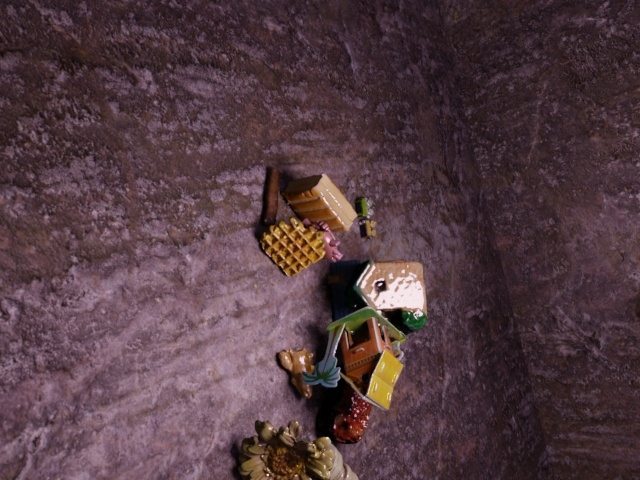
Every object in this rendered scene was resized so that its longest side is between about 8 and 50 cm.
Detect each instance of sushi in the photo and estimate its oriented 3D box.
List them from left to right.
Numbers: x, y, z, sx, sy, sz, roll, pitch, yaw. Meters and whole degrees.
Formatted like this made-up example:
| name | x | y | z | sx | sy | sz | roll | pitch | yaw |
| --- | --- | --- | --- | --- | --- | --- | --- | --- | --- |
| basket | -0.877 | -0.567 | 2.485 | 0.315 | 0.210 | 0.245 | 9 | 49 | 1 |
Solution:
| name | x | y | z | sx | sy | sz | roll | pitch | yaw |
| --- | --- | --- | --- | --- | --- | --- | --- | --- | --- |
| sushi | 0.127 | 0.636 | 1.952 | 0.196 | 0.182 | 0.343 | 44 | 54 | -31 |

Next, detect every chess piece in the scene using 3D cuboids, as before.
| name | x | y | z | sx | sy | sz | roll | pitch | yaw |
| --- | --- | --- | --- | --- | --- | --- | --- | --- | --- |
| chess piece | 0.060 | 0.883 | 1.868 | 0.243 | 0.133 | 0.133 | 55 | 46 | -30 |

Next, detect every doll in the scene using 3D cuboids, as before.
| name | x | y | z | sx | sy | sz | roll | pitch | yaw |
| --- | --- | --- | --- | --- | --- | --- | --- | --- | --- |
| doll | 0.000 | 0.000 | 1.971 | 0.211 | 0.262 | 0.093 | 39 | 65 | 19 |

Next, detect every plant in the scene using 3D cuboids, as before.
| name | x | y | z | sx | sy | sz | roll | pitch | yaw |
| --- | --- | --- | --- | --- | --- | --- | --- | --- | --- |
| plant | -0.122 | 0.737 | 1.639 | 0.306 | 0.297 | 0.261 | 16 | 67 | -1 |

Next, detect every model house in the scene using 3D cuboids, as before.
| name | x | y | z | sx | sy | sz | roll | pitch | yaw |
| --- | --- | --- | --- | --- | --- | --- | --- | --- | --- |
| model house | 0.142 | 0.487 | 1.815 | 0.300 | 0.340 | 0.323 | 44 | 26 | -38 |
| model house | 0.213 | 0.233 | 2.034 | 0.343 | 0.382 | 0.334 | -1 | 78 | -9 |

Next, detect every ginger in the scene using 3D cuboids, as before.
| name | x | y | z | sx | sy | sz | roll | pitch | yaw |
| --- | --- | --- | --- | --- | --- | --- | --- | --- | --- |
| ginger | -0.072 | 0.486 | 1.858 | 0.115 | 0.081 | 0.205 | -36 | 101 | -51 |

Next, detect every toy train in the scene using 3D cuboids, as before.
| name | x | y | z | sx | sy | sz | roll | pitch | yaw |
| --- | --- | --- | --- | --- | --- | --- | --- | --- | --- |
| toy train | 0.213 | -0.104 | 2.338 | 0.081 | 0.060 | 0.202 | -1 | 80 | -39 |

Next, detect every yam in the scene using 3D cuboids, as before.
| name | x | y | z | sx | sy | sz | roll | pitch | yaw |
| --- | --- | --- | --- | --- | --- | --- | --- | --- | --- |
| yam | -0.189 | -0.170 | 1.938 | 0.057 | 0.057 | 0.241 | 22 | 65 | -41 |

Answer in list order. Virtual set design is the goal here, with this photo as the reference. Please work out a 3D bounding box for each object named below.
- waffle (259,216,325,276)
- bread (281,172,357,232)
| name | x | y | z | sx | sy | sz | roll | pitch | yaw |
| --- | --- | --- | --- | --- | --- | --- | --- | --- | --- |
| waffle | -0.095 | 0.009 | 1.867 | 0.229 | 0.219 | 0.057 | 50 | 21 | -27 |
| bread | -0.012 | -0.145 | 1.988 | 0.239 | 0.246 | 0.111 | 50 | 59 | -24 |
